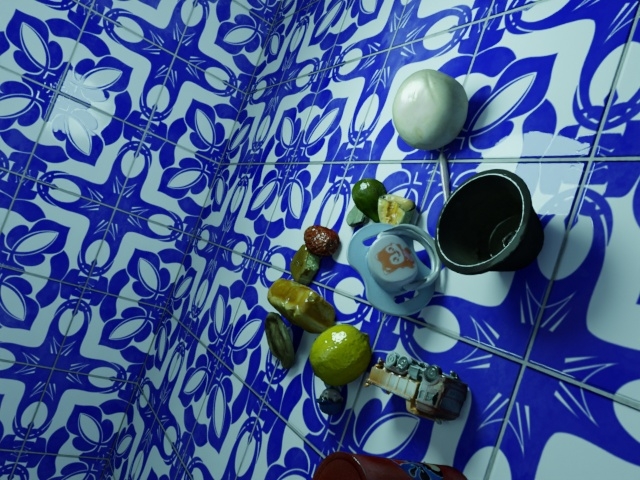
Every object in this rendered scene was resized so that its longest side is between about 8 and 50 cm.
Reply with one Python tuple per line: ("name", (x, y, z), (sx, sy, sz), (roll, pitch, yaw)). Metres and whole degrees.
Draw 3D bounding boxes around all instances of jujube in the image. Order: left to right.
("jujube", (0.000, 0.000, 1.905), (0.176, 0.112, 0.109), (26, 120, 59))

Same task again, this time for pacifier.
("pacifier", (0.210, 0.095, 1.495), (0.233, 0.244, 0.299), (107, 141, -61))

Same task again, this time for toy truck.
("toy truck", (0.244, 0.377, 1.305), (0.270, 0.114, 0.135), (3, 70, 57))

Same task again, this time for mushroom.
("mushroom", (0.346, -0.411, 1.572), (0.246, 0.202, 0.246), (19, 124, 32))

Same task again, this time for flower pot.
("flower pot", (0.430, -0.020, 1.224), (0.269, 0.166, 0.268), (-35, 42, 39))

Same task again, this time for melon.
("melon", (0.250, -0.080, 1.620), (0.160, 0.079, 0.128), (42, 125, 56))

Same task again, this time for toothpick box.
("toothpick box", (0.163, 0.582, 1.094), (0.204, 0.334, 0.204), (-32, 47, 43))

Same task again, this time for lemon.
("lemon", (0.063, 0.350, 1.533), (0.180, 0.193, 0.180), (-11, -90, -90))

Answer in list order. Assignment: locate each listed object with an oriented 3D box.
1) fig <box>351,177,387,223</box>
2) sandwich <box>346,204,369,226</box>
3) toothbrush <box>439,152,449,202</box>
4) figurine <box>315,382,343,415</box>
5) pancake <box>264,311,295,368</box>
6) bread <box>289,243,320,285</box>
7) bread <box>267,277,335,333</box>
("fig", (0.172, -0.129, 1.720), (0.123, 0.123, 0.156), (-26, 65, 47))
("sandwich", (0.136, -0.085, 1.819), (0.105, 0.036, 0.093), (-51, 37, 27))
("toothbrush", (0.375, -0.138, 1.506), (0.029, 0.025, 0.307), (-39, 42, 50))
("figurine", (0.034, 0.474, 1.594), (0.087, 0.086, 0.149), (90, -167, -58))
("pancake", (-0.161, 0.375, 1.903), (0.236, 0.042, 0.222), (52, 146, 45))
("bread", (-0.060, 0.097, 1.971), (0.140, 0.069, 0.128), (-57, 34, 19))
("bread", (-0.071, 0.237, 1.819), (0.132, 0.167, 0.294), (-49, 28, -13))
